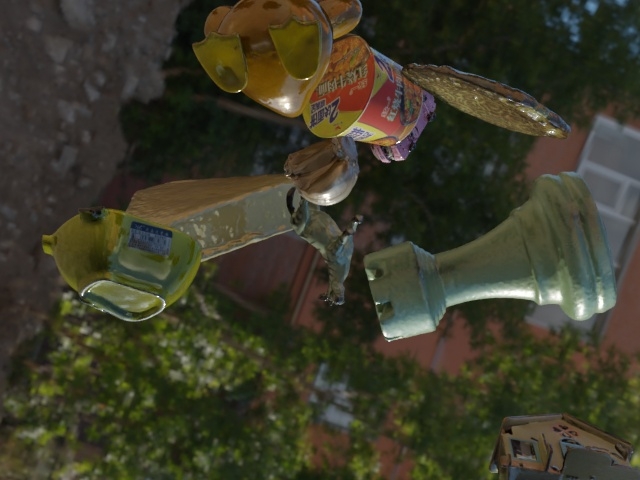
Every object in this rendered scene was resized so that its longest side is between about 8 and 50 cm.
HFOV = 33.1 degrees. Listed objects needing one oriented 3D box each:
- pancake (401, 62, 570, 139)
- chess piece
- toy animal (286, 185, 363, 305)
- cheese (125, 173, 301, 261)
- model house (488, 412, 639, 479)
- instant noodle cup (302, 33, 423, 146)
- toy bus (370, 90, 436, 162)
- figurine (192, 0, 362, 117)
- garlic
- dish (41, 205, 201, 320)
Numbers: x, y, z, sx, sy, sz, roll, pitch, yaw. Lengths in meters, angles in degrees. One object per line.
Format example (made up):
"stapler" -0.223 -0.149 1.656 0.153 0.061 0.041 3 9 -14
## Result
"pancake" 0.182 -0.154 1.188 0.199 0.199 0.021 -158 -90 -79
"chess piece" 0.212 0.036 1.395 0.194 0.299 0.194 -15 90 -88
"toy animal" 0.005 -0.001 1.910 0.073 0.217 0.176 -22 154 -42
"cheese" -0.257 -0.033 2.091 0.384 0.384 0.104 -108 -173 -74
"model house" 0.497 0.438 2.118 0.244 0.326 0.169 -79 180 -75
"instant noodle cup" 0.092 -0.288 2.153 0.213 0.174 0.213 -15 -111 45
"toy bus" 0.180 -0.248 2.312 0.090 0.063 0.203 -6 -143 36
"figurine" -0.053 -0.273 1.388 0.215 0.215 0.228 126 -27 -54
"garlic" 0.008 -0.081 1.260 0.094 0.074 0.113 -31 -162 22
"dish" -0.333 0.056 1.819 0.221 0.262 0.108 -30 -133 36
